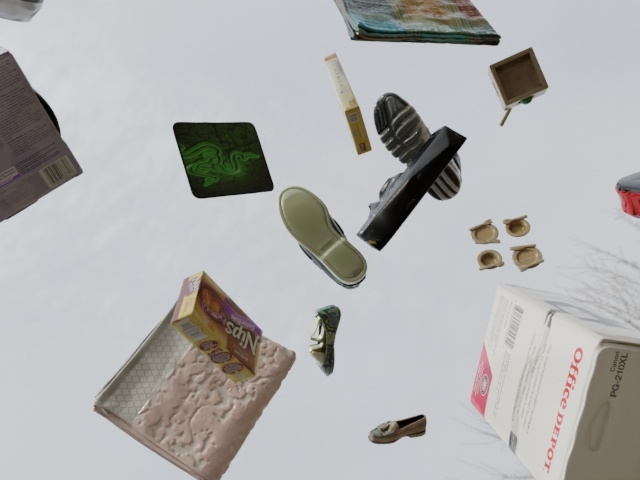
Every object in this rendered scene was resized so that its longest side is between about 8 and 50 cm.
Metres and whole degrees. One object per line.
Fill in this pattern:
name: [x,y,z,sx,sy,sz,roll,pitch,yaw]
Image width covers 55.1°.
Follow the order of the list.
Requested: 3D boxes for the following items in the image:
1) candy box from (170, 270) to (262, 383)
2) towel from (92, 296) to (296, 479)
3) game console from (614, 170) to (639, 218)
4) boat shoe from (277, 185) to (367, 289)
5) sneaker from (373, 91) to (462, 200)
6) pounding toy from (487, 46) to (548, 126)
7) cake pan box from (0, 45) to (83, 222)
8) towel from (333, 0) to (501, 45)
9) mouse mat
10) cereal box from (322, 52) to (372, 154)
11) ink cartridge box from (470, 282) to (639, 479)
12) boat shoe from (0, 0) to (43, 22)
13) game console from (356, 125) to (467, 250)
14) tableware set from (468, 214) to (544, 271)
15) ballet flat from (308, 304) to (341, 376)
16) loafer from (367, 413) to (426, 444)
candy box: [-0.180,0.156,1.095,0.187,0.053,0.109,51,-154,-32]
towel: [-0.263,0.302,1.318,0.316,0.053,0.332,27,-125,13]
game console: [0.677,-0.095,0.880,0.341,0.386,0.060,-23,-72,-18]
boat shoe: [0.004,-0.002,1.636,0.127,0.340,0.113,-39,-24,-14]
sneaker: [0.192,-0.182,1.166,0.229,0.086,0.132,56,-150,1]
pounding toy: [0.493,-0.385,1.552,0.100,0.130,0.141,-5,-107,-77]
cake pan box: [-0.565,-0.155,1.019,0.266,0.070,0.246,-38,-44,-20]
towel: [0.225,-0.556,1.497,0.369,0.272,0.040,-2,-45,-13]
mouse mat: [-0.180,-0.157,1.168,0.189,0.007,0.153,-11,-101,-41]
cereal box: [0.073,-0.376,1.687,0.173,0.047,0.240,63,-172,-54]
ink cartridge box: [0.275,0.163,0.705,0.100,0.237,0.172,10,-82,-9]
boat shoe: [-0.249,-0.197,0.388,0.080,0.228,0.076,41,-74,7]
game console: [0.137,-0.085,1.058,0.044,0.361,0.213,37,-88,-2]
tableware set: [0.417,0.008,1.387,0.020,0.140,0.169,67,-164,-47]
ballet flat: [0.002,0.230,1.400,0.070,0.070,0.189,-12,-62,-35]
loafer: [0.147,0.356,1.171,0.125,0.045,0.039,-2,-71,-25]
